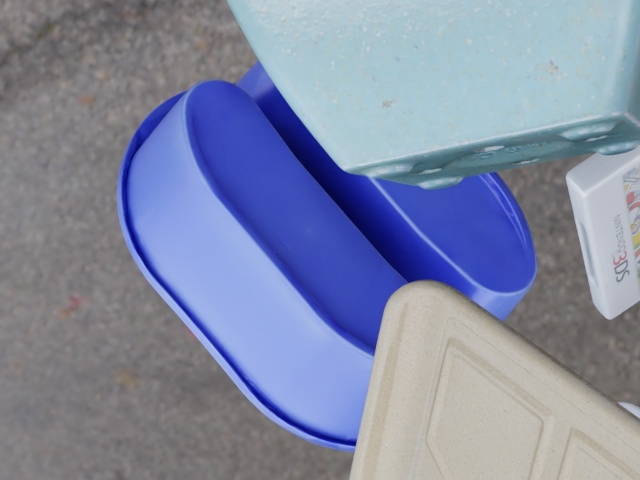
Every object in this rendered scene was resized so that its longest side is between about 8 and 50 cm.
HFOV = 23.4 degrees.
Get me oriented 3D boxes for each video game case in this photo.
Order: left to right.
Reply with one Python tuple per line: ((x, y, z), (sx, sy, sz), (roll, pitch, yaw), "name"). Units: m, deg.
((0.282, -0.053, 1.095), (0.026, 0.227, 0.206), (54, 176, 30), "video game case")

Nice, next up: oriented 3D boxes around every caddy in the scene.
((0.000, 0.000, 1.206), (0.341, 0.241, 0.179), (50, 143, 6), "caddy")

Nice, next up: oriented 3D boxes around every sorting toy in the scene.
((0.094, 0.197, 0.738), (0.229, 0.041, 0.307), (33, 123, 41), "sorting toy")

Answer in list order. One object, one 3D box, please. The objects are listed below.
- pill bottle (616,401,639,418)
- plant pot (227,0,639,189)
((0.352, 0.299, 1.198), (0.407, 0.229, 0.229), (33, 149, -15), "pill bottle")
((0.081, -0.164, 0.819), (0.247, 0.252, 0.248), (-11, 175, 19), "plant pot")
